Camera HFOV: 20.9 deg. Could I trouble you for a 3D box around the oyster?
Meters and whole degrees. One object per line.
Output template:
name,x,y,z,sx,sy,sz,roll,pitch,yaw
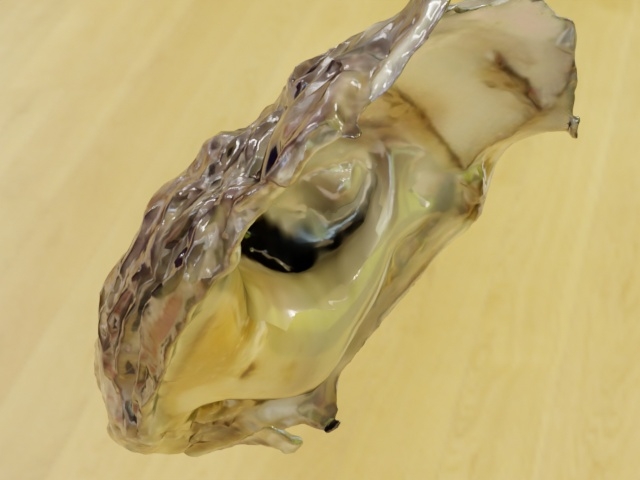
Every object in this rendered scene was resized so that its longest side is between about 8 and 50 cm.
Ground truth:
oyster,-0.005,-0.009,0.739,0.271,0.275,0.100,-29,63,2
